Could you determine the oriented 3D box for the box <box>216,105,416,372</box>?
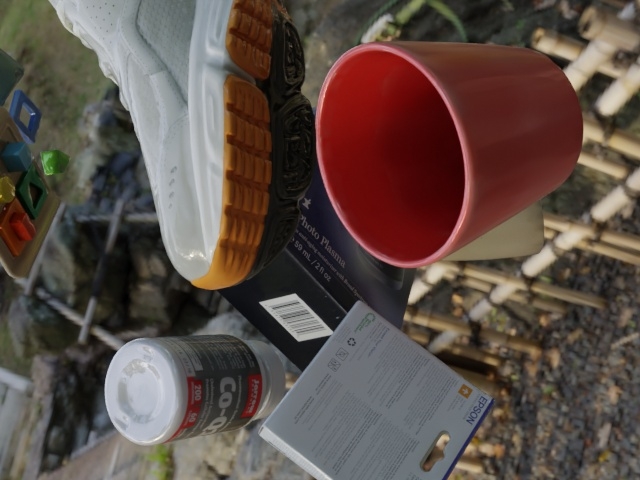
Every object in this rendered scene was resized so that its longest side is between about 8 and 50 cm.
[{"bbox_3d":[0.000,0.000,1.466,0.182,0.296,0.294,-16,41,36],"label":"box"}]

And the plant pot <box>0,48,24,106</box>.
[{"bbox_3d":[-0.673,-0.263,1.475,0.341,0.334,0.341,-45,23,25],"label":"plant pot"}]

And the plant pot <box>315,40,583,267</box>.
[{"bbox_3d":[0.169,-0.123,1.156,0.275,0.243,0.275,28,126,47],"label":"plant pot"}]

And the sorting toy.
[{"bbox_3d":[-0.441,-0.070,1.365,0.348,0.047,0.196,-80,-23,-44],"label":"sorting toy"}]

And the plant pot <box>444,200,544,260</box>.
[{"bbox_3d":[0.270,-0.062,1.888,0.256,0.274,0.257,165,90,-88],"label":"plant pot"}]

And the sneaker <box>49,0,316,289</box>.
[{"bbox_3d":[-0.077,-0.102,0.457,0.099,0.121,0.263,27,-124,-66],"label":"sneaker"}]

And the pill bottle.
[{"bbox_3d":[-0.189,0.231,1.512,0.161,0.283,0.161,-2,86,34],"label":"pill bottle"}]

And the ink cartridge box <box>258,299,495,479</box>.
[{"bbox_3d":[0.074,0.224,1.200,0.223,0.224,0.045,-50,-8,-28],"label":"ink cartridge box"}]
